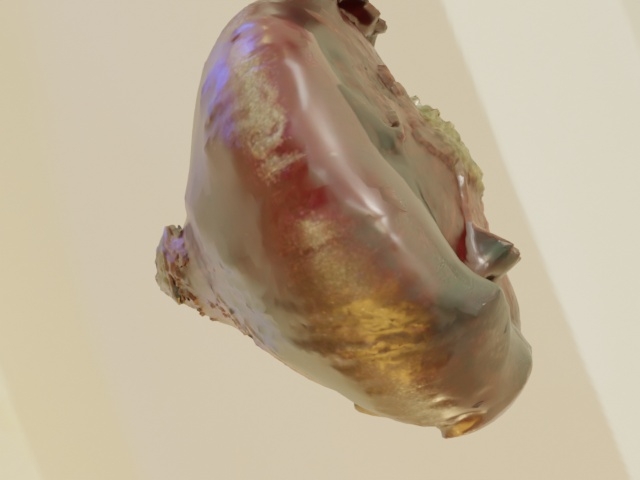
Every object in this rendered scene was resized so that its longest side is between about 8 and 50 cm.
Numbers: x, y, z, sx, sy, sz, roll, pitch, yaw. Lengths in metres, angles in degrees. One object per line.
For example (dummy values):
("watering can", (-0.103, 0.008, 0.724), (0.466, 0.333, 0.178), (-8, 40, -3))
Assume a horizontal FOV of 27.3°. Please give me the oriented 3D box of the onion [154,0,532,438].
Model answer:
("onion", (0.000, 0.000, 0.742), (0.195, 0.272, 0.272), (-28, -95, 13))
